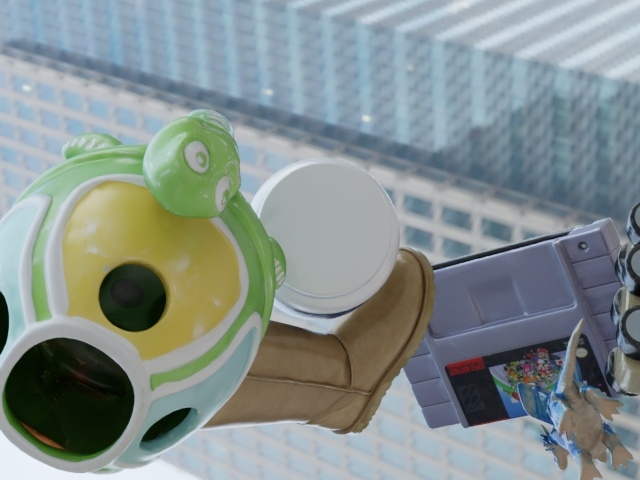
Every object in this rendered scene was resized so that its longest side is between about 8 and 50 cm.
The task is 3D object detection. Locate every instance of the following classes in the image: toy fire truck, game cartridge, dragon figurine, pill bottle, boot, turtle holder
[{"bbox_3d":[0.454,0.088,1.841,0.158,0.246,0.217,89,-169,-57],"label":"toy fire truck"},{"bbox_3d":[0.256,0.120,2.141,0.068,0.355,0.230,-33,-77,-56],"label":"game cartridge"},{"bbox_3d":[0.291,0.192,1.927,0.085,0.144,0.289,-31,-55,-7],"label":"dragon figurine"},{"bbox_3d":[0.000,0.000,1.618,0.265,0.153,0.153,109,-176,-86],"label":"pill bottle"},{"bbox_3d":[-0.015,0.101,1.694,0.269,0.089,0.236,13,-79,-49],"label":"boot"},{"bbox_3d":[-0.142,0.050,1.297,0.243,0.320,0.227,54,-154,-18],"label":"turtle holder"}]
